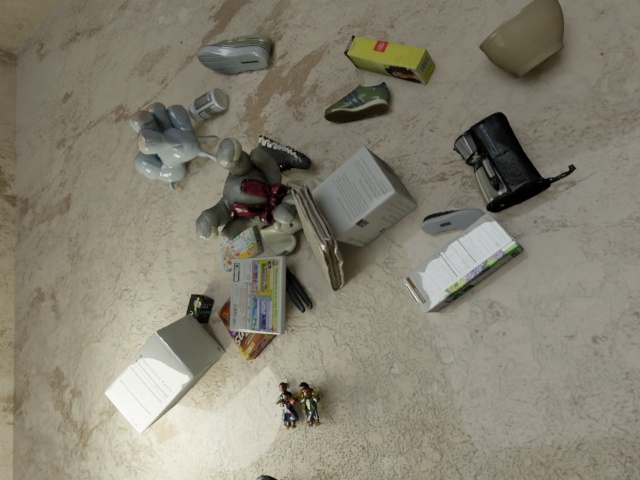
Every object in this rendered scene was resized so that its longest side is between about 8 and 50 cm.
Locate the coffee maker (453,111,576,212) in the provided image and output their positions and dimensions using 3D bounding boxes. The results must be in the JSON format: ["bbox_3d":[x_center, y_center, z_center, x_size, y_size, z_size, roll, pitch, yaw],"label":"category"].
[{"bbox_3d":[0.398,-0.173,0.857,0.171,0.120,0.178,-20,70,4],"label":"coffee maker"}]

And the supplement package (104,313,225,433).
[{"bbox_3d":[-0.474,0.403,1.241,0.175,0.177,0.293,45,107,6],"label":"supplement package"}]

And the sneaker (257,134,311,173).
[{"bbox_3d":[-0.121,-0.237,1.220,0.234,0.078,0.106,31,101,37],"label":"sneaker"}]

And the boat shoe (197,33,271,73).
[{"bbox_3d":[-0.295,-0.652,1.405,0.302,0.109,0.094,11,72,25],"label":"boat shoe"}]

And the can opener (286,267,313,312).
[{"bbox_3d":[-0.082,0.130,1.142,0.059,0.073,0.186,-32,55,-23],"label":"can opener"}]

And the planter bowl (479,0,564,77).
[{"bbox_3d":[0.438,-0.419,0.851,0.162,0.162,0.109,-33,91,24],"label":"planter bowl"}]

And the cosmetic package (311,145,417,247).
[{"bbox_3d":[0.106,-0.101,0.998,0.183,0.151,0.152,-40,63,22],"label":"cosmetic package"}]

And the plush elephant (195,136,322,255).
[{"bbox_3d":[-0.139,-0.098,1.111,0.255,0.330,0.272,25,102,11],"label":"plush elephant"}]

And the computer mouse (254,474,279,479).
[{"bbox_3d":[-0.104,0.746,1.039,0.262,0.060,0.184,46,102,18],"label":"computer mouse"}]

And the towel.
[{"bbox_3d":[0.000,0.000,0.993,0.049,0.282,0.187,-23,65,-5],"label":"towel"}]

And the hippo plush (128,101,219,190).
[{"bbox_3d":[-0.540,-0.330,1.447,0.236,0.294,0.235,-46,44,46],"label":"hippo plush"}]

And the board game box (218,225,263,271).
[{"bbox_3d":[-0.256,0.022,1.286,0.154,0.026,0.104,-29,66,26],"label":"board game box"}]

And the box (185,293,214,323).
[{"bbox_3d":[-0.398,0.225,1.327,0.062,0.052,0.084,16,91,34],"label":"box"}]

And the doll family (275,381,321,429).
[{"bbox_3d":[-0.062,0.426,1.059,0.192,0.076,0.112,-23,74,31],"label":"doll family"}]

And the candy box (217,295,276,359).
[{"bbox_3d":[-0.223,0.249,1.209,0.109,0.053,0.187,-50,61,15],"label":"candy box"}]

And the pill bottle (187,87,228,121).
[{"bbox_3d":[-0.405,-0.483,1.446,0.137,0.078,0.078,-16,73,30],"label":"pill bottle"}]

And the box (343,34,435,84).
[{"bbox_3d":[0.178,-0.476,1.060,0.232,0.087,0.058,31,98,34],"label":"box"}]

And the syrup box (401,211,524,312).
[{"bbox_3d":[0.305,0.055,0.874,0.237,0.093,0.096,-43,62,19],"label":"syrup box"}]

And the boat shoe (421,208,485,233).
[{"bbox_3d":[0.302,-0.052,0.926,0.142,0.049,0.040,-12,37,26],"label":"boat shoe"}]

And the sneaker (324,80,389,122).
[{"bbox_3d":[0.103,-0.384,1.111,0.192,0.064,0.086,-1,73,33],"label":"sneaker"}]

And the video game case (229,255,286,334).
[{"bbox_3d":[-0.180,0.154,1.146,0.193,0.023,0.213,-5,81,33],"label":"video game case"}]
